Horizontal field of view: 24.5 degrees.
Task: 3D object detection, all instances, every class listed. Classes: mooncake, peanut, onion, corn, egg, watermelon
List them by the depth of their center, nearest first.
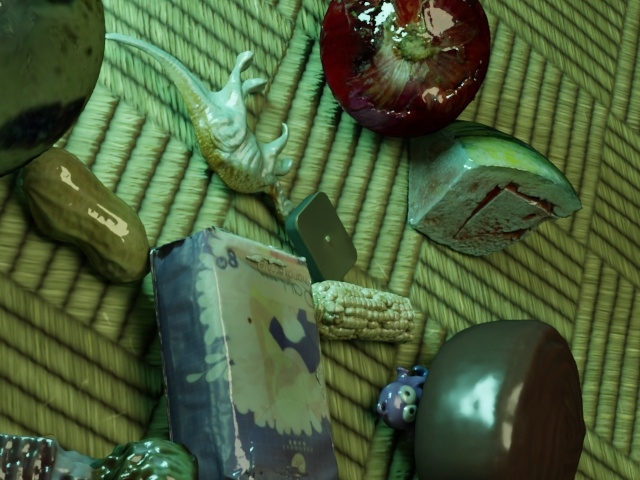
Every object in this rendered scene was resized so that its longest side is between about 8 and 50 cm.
[{"bbox_3d":[-0.446,-0.222,1.659,0.428,0.345,0.345,-25,87,-41],"label":"egg"},{"bbox_3d":[-0.295,-0.029,1.874,0.214,0.090,0.098,42,54,-16],"label":"peanut"},{"bbox_3d":[0.271,0.286,2.117,0.326,0.174,0.333,-22,102,-58],"label":"mooncake"},{"bbox_3d":[0.065,0.107,2.122,0.211,0.087,0.087,9,64,-37],"label":"corn"},{"bbox_3d":[0.128,-0.294,2.275,0.276,0.276,0.276,19,58,-33],"label":"onion"},{"bbox_3d":[0.250,-0.085,2.361,0.213,0.201,0.261,21,14,-31],"label":"watermelon"}]

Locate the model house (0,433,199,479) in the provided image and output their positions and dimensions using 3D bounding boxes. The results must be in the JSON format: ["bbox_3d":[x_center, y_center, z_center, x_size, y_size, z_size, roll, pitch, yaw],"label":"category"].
[{"bbox_3d":[-0.345,0.338,1.514,0.339,0.297,0.360,25,55,-26],"label":"model house"}]

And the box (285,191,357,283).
[{"bbox_3d":[0.000,0.000,2.135,0.091,0.031,0.126,-51,121,-42],"label":"box"}]

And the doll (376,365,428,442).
[{"bbox_3d":[0.144,0.234,2.144,0.206,0.067,0.109,-2,79,-52],"label":"doll"}]

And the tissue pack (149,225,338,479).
[{"bbox_3d":[-0.096,0.168,1.892,0.242,0.125,0.343,21,55,-53],"label":"tissue pack"}]

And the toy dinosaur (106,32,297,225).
[{"bbox_3d":[-0.138,-0.185,2.091,0.393,0.092,0.205,37,55,-32],"label":"toy dinosaur"}]
